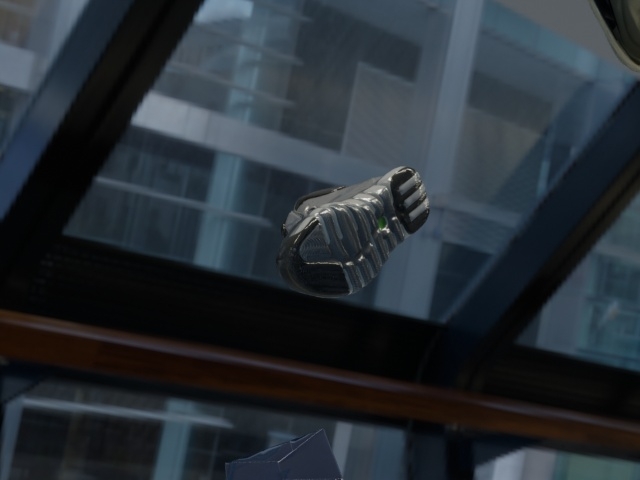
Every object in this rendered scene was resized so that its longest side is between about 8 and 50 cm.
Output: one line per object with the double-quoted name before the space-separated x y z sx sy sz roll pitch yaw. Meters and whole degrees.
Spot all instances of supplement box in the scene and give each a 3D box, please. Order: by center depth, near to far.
"supplement box" -0.007 0.151 0.584 0.056 0.083 0.083 -19 9 -3

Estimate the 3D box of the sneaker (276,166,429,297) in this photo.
"sneaker" 0.000 0.000 1.137 0.132 0.086 0.229 -9 14 38

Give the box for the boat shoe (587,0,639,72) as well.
"boat shoe" 0.158 -0.157 0.648 0.049 0.137 0.043 -19 10 40
